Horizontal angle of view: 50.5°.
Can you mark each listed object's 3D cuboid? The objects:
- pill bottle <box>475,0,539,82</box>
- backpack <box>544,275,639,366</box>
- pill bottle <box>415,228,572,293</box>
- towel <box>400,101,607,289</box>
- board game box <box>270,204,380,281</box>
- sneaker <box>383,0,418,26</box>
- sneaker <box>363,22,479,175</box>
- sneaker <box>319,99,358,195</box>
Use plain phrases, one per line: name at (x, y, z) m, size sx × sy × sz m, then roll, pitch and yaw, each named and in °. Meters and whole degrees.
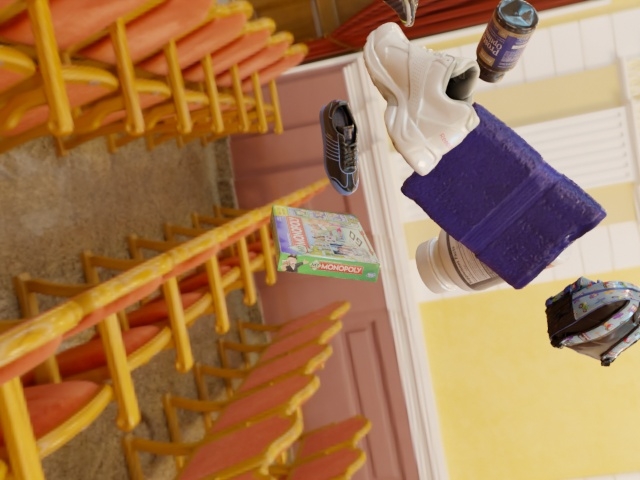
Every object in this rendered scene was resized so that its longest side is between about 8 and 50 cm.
pill bottle at (0.502, -0.542, 1.868) m, size 0.219 × 0.122 × 0.123 m, roll 107°, pitch -18°, yaw -59°
backpack at (0.517, 0.132, 1.232) m, size 0.173 × 0.158 × 0.117 m, roll -51°, pitch -154°, yaw 43°
pill bottle at (0.376, 0.014, 1.515) m, size 0.176 × 0.318 × 0.176 m, roll 26°, pitch 53°, yaw -40°
towel at (0.325, -0.077, 1.235) m, size 0.308 × 0.228 × 0.076 m, roll 39°, pitch 32°, yaw -4°
board game box at (0.000, 0.000, 1.540) m, size 0.317 × 0.213 × 0.046 m, roll -109°, pitch -152°, yaw -68°
sneaker at (0.208, -0.658, 1.814) m, size 0.235 × 0.097 × 0.084 m, roll 54°, pitch 48°, yaw -73°
sneaker at (0.124, -0.182, 0.781) m, size 0.090 × 0.115 × 0.232 m, roll 39°, pitch 30°, yaw -46°
sneaker at (0.054, -0.225, 1.645) m, size 0.090 × 0.081 × 0.232 m, roll -1°, pitch -76°, yaw 66°
